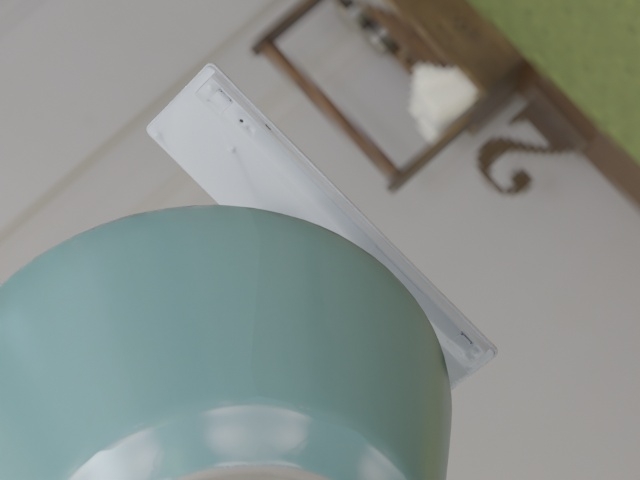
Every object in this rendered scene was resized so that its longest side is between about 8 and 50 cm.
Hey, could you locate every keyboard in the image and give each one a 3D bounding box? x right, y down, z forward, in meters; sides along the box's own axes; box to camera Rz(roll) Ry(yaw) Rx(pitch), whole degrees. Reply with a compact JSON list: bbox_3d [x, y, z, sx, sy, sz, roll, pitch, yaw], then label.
[{"bbox_3d":[0.000,0.000,1.177,0.256,0.014,0.072,45,130,-5],"label":"keyboard"}]

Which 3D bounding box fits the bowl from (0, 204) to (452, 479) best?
[{"bbox_3d":[-0.059,0.152,1.018,0.311,0.311,0.163,56,-176,-28],"label":"bowl"}]
